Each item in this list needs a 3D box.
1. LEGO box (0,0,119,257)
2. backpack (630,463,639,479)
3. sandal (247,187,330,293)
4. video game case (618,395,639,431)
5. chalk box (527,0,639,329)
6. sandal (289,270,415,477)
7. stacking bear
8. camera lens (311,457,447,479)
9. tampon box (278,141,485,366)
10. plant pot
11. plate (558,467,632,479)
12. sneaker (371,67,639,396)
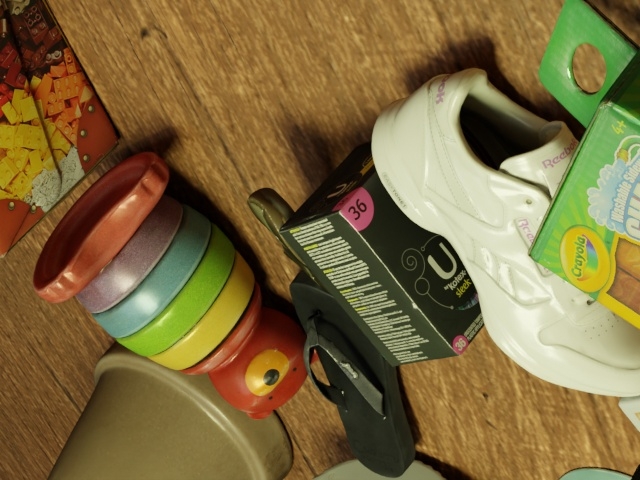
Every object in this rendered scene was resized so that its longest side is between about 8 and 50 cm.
[{"bbox_3d":[-0.498,-0.207,1.662,0.500,0.193,0.372,9,137,42],"label":"LEGO box"},{"bbox_3d":[0.343,0.260,1.357,0.173,0.117,0.158,44,150,-9],"label":"backpack"},{"bbox_3d":[0.000,0.000,1.476,0.090,0.060,0.219,42,175,33],"label":"sandal"},{"bbox_3d":[0.379,0.197,1.372,0.212,0.023,0.193,50,148,-15],"label":"video game case"},{"bbox_3d":[0.260,-0.047,1.044,0.289,0.179,0.180,33,148,13],"label":"chalk box"},{"bbox_3d":[0.033,0.143,1.637,0.097,0.054,0.255,4,126,43],"label":"sandal"},{"bbox_3d":[-0.128,0.065,1.643,0.289,0.175,0.164,42,175,-20],"label":"stacking bear"},{"bbox_3d":[0.080,0.392,1.754,0.219,0.219,0.274,17,142,34],"label":"camera lens"},{"bbox_3d":[0.072,0.006,1.373,0.161,0.120,0.101,50,149,-15],"label":"tampon box"},{"bbox_3d":[-0.199,0.269,1.900,0.263,0.229,0.263,27,147,20],"label":"plant pot"},{"bbox_3d":[0.304,0.293,1.576,0.188,0.024,0.188,27,146,21],"label":"plate"},{"bbox_3d":[0.169,-0.002,1.256,0.305,0.114,0.152,47,148,-4],"label":"sneaker"}]
